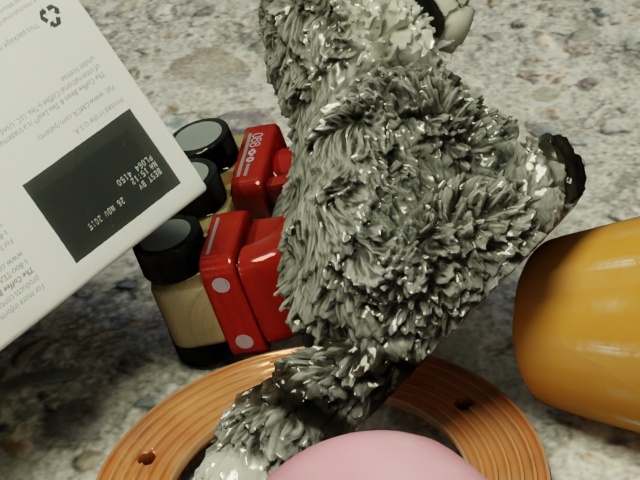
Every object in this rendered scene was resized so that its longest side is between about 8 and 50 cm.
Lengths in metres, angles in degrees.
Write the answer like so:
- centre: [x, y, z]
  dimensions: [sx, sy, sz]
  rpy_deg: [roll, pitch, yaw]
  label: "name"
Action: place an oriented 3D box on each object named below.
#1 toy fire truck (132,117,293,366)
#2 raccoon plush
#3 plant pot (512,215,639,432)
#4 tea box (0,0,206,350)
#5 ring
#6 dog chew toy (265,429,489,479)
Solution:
- centre: [0.000, 0.000, 1.564]
  dimensions: [0.246, 0.158, 0.217]
  rpy_deg: [-10, 34, 16]
  label: "toy fire truck"
- centre: [-0.011, -0.039, 1.370]
  dimensions: [0.299, 0.216, 0.446]
  rpy_deg: [44, 50, 3]
  label: "raccoon plush"
- centre: [0.250, 0.062, 1.383]
  dimensions: [0.188, 0.205, 0.205]
  rpy_deg: [-1, 33, 37]
  label: "plant pot"
- centre: [-0.325, -0.003, 1.435]
  dimensions: [0.329, 0.220, 0.323]
  rpy_deg: [-40, 9, -37]
  label: "tea box"
- centre: [-0.001, 0.191, 1.377]
  dimensions: [0.337, 0.032, 0.336]
  rpy_deg: [-5, 35, 4]
  label: "ring"
- centre: [-0.015, 0.271, 1.128]
  dimensions: [0.332, 0.206, 0.206]
  rpy_deg: [-45, 46, -14]
  label: "dog chew toy"
